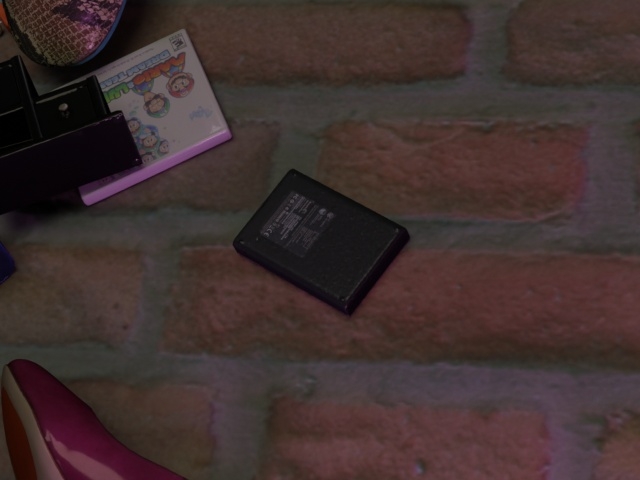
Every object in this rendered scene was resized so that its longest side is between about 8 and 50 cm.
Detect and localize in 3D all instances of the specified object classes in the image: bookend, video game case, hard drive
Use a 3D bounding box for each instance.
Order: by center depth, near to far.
[{"bbox_3d":[0.000,0.000,1.577,0.135,0.022,0.094,29,72,30],"label":"hard drive"},{"bbox_3d":[-0.269,-0.121,1.675,0.157,0.072,0.156,-19,49,-2],"label":"bookend"},{"bbox_3d":[-0.180,-0.122,1.710,0.157,0.019,0.143,-25,56,1],"label":"video game case"}]

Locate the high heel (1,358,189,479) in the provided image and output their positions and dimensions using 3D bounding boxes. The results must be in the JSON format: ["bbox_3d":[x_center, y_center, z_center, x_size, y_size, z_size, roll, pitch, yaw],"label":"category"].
[{"bbox_3d":[-0.137,0.217,1.465,0.181,0.127,0.377,-14,47,-26],"label":"high heel"}]

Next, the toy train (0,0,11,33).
[{"bbox_3d":[-0.316,-0.294,1.840,0.125,0.046,0.166,-29,56,-2],"label":"toy train"}]

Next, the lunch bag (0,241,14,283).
[{"bbox_3d":[-0.342,0.018,1.646,0.098,0.067,0.065,-43,58,-14],"label":"lunch bag"}]

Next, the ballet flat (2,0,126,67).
[{"bbox_3d":[-0.248,-0.418,1.759,0.164,0.182,0.483,4,67,21],"label":"ballet flat"}]
